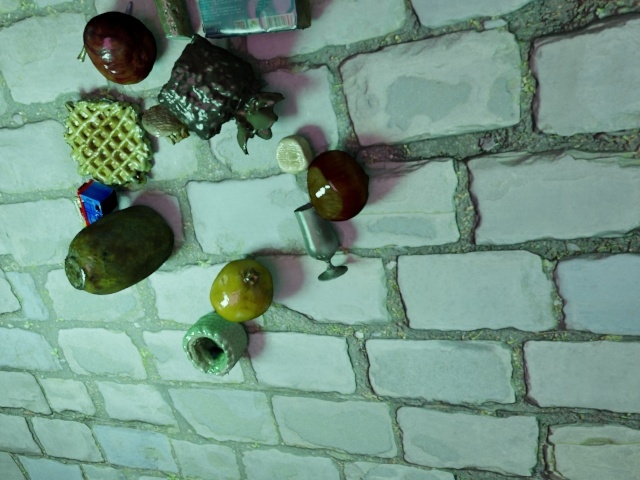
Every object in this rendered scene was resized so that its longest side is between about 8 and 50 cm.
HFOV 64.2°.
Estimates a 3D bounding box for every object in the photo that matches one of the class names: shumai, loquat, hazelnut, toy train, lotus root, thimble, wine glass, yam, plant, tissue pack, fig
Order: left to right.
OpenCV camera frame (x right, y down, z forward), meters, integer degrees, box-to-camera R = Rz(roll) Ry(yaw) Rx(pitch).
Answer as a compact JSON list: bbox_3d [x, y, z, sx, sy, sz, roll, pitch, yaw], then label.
[{"bbox_3d":[-0.769,-0.108,1.753,0.131,0.082,0.203,22,140,5],"label":"toy train"},{"bbox_3d":[-0.593,-0.565,1.445,0.250,0.203,0.186,35,85,17],"label":"fig"},{"bbox_3d":[-0.667,0.037,1.677,0.251,0.346,0.250,12,118,24],"label":"lotus root"},{"bbox_3d":[-0.458,-0.349,1.545,0.146,0.145,0.116,13,156,14],"label":"shumai"},{"bbox_3d":[-0.413,-0.638,1.400,0.078,0.078,0.179,-4,113,22],"label":"yam"},{"bbox_3d":[-0.372,0.370,1.832,0.219,0.150,0.218,8,116,17],"label":"thimble"},{"bbox_3d":[-0.258,-0.384,1.386,0.313,0.213,0.215,26,129,-19],"label":"plant"},{"bbox_3d":[-0.246,0.155,1.635,0.213,0.213,0.246,37,144,0],"label":"loquat"},{"bbox_3d":[-0.168,-0.618,1.284,0.271,0.134,0.192,3,115,19],"label":"tissue pack"},{"bbox_3d":[0.000,0.000,1.541,0.103,0.103,0.230,-13,106,25],"label":"wine glass"},{"bbox_3d":[0.047,-0.143,1.430,0.170,0.160,0.201,6,143,12],"label":"hazelnut"}]

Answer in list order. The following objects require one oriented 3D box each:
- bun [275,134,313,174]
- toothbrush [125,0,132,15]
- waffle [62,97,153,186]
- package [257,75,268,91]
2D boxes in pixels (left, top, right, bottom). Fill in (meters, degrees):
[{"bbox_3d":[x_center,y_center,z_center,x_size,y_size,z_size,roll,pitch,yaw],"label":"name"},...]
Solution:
[{"bbox_3d":[-0.073,-0.248,1.466,0.115,0.069,0.115,8,115,16],"label":"bun"},{"bbox_3d":[-0.588,-0.616,1.510,0.013,0.019,0.193,34,120,3],"label":"toothbrush"},{"bbox_3d":[-0.690,-0.318,1.663,0.318,0.073,0.297,8,116,14],"label":"waffle"},{"bbox_3d":[-0.188,-0.417,1.457,0.037,0.015,0.110,40,123,-3],"label":"package"}]
